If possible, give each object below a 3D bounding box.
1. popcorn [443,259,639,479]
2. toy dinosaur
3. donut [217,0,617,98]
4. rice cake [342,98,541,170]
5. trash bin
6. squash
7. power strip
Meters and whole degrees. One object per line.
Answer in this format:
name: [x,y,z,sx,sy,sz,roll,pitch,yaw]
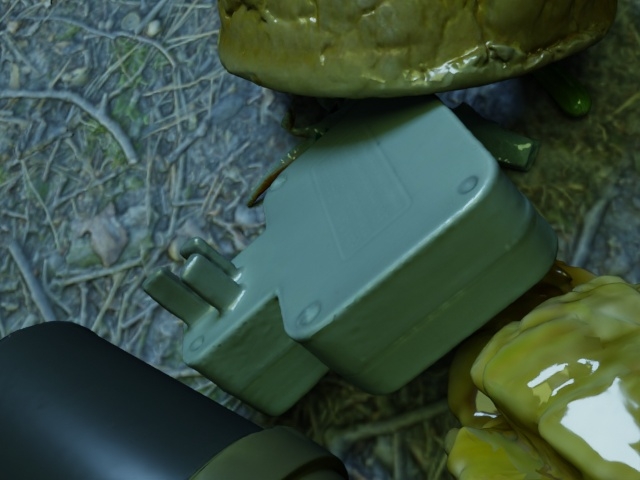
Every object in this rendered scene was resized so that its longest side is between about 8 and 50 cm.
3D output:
popcorn: [0.189,0.130,0.406,0.225,0.265,0.332,-57,39,19]
toy dinosaur: [0.016,-0.087,0.633,0.106,0.044,0.187,28,104,1]
donut: [0.068,-0.235,0.571,0.330,0.159,0.330,-6,32,4]
rice cake: [0.104,-0.106,0.626,0.180,0.030,0.042,23,96,22]
trash bin: [-0.107,0.201,0.482,0.334,0.214,0.214,25,79,26]
squash: [0.203,-0.140,0.614,0.027,0.027,0.089,-33,62,3]
power strip: [0.000,0.000,0.516,0.261,0.141,0.229,-41,29,14]
